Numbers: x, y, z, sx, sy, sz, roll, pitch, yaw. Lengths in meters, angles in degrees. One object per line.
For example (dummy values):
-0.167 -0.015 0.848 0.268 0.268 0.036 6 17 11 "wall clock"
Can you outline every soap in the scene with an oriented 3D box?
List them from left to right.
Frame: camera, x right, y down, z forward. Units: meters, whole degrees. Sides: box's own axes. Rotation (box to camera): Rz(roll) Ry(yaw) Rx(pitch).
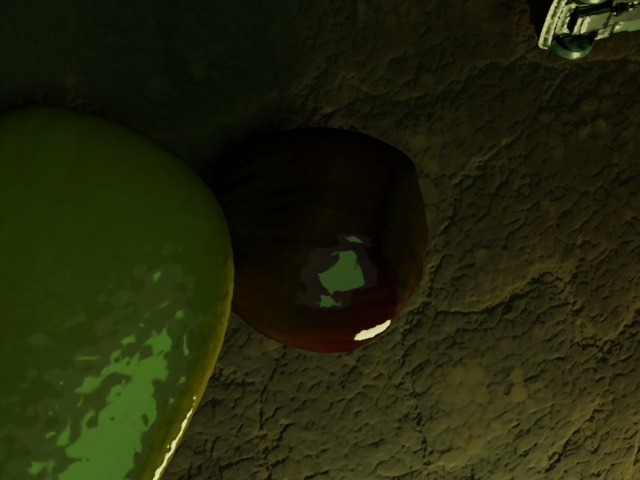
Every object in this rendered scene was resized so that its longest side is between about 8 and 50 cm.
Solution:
-0.251 0.096 1.544 0.306 0.115 0.427 23 84 7 "soap"

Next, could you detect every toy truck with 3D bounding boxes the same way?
0.311 -0.271 1.722 0.256 0.140 0.108 -13 153 -13 "toy truck"

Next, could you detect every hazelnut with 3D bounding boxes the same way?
-0.003 0.003 1.662 0.210 0.210 0.186 -52 144 1 "hazelnut"
